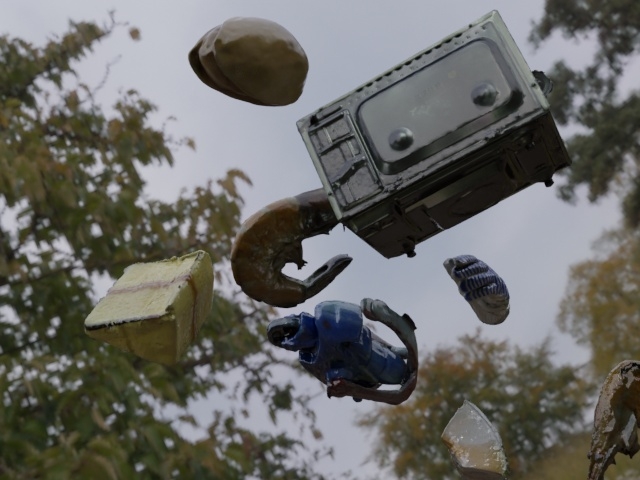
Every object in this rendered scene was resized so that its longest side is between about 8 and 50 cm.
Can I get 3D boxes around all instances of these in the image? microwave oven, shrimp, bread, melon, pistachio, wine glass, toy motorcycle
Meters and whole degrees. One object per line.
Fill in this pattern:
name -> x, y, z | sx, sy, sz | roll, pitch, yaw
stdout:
microwave oven -> 0.217, -0.159, 1.790 | 0.394, 0.247, 0.333 | -28, -21, 12
shrimp -> 0.000, 0.000, 2.311 | 0.445, 0.085, 0.272 | -27, -60, -19
bread -> -0.397, 0.127, 2.317 | 0.263, 0.236, 0.198 | -62, -16, -54
melon -> 0.290, 0.395, 1.790 | 0.093, 0.139, 0.202 | -29, -64, -18
pistachio -> -0.132, -0.360, 2.028 | 0.162, 0.181, 0.293 | -14, -10, 34
shrimp -> 0.487, 0.318, 1.589 | 0.117, 0.262, 0.066 | 13, -10, 10
wine glass -> 0.472, -0.328, 2.260 | 0.072, 0.072, 0.155 | -28, -6, -4
toy motorcycle -> 0.068, 0.199, 2.019 | 0.241, 0.182, 0.319 | -45, -52, 10

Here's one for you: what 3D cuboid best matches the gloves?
gloves -> 0.326, 0.096, 2.077 | 0.229, 0.119, 0.097 | 42, -108, -49
